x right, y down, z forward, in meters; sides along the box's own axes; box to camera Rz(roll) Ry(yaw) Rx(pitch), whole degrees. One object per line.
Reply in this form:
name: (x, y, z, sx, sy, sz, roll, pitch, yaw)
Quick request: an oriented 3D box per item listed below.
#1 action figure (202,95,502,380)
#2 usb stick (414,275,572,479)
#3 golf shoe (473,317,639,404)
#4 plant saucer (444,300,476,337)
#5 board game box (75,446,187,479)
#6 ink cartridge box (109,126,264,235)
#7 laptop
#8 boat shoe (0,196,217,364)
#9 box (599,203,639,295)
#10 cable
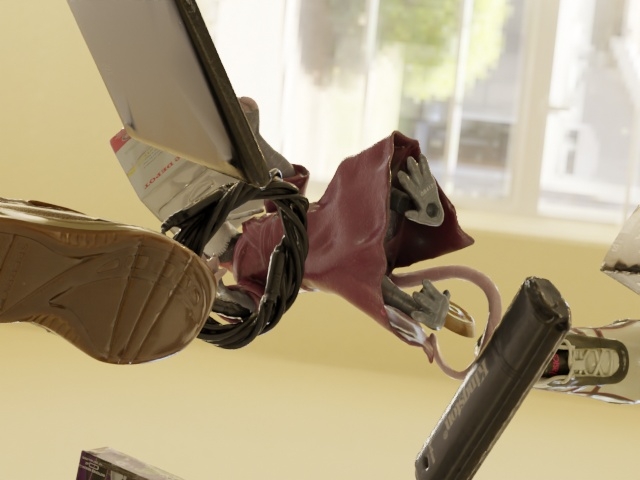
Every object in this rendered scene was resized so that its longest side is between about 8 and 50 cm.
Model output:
action figure: (0.000, 0.000, 1.856, 0.275, 0.370, 0.248, 38, 61, -35)
usb stick: (0.165, 0.153, 1.654, 0.278, 0.045, 0.077, -63, -147, 34)
golf shoe: (0.318, 0.150, 2.014, 0.120, 0.273, 0.105, -14, 104, -74)
plant saucer: (0.164, 0.093, 2.115, 0.015, 0.083, 0.083, -59, 179, 16)
board game box: (-0.126, 0.359, 1.691, 0.056, 0.347, 0.208, -4, 106, -53)
ink cartridge box: (-0.164, -0.091, 2.119, 0.127, 0.128, 0.176, 47, 6, -35)
laptop: (-0.088, -0.292, 1.339, 0.408, 0.236, 0.382, 67, -15, -17)
boat shoe: (-0.231, 0.017, 1.410, 0.342, 0.123, 0.123, 12, 107, -48)
box: (0.408, 0.076, 1.405, 0.076, 0.307, 0.242, -59, -173, -3)
cable: (-0.067, 0.015, 1.588, 0.184, 0.047, 0.150, -32, 109, -38)
